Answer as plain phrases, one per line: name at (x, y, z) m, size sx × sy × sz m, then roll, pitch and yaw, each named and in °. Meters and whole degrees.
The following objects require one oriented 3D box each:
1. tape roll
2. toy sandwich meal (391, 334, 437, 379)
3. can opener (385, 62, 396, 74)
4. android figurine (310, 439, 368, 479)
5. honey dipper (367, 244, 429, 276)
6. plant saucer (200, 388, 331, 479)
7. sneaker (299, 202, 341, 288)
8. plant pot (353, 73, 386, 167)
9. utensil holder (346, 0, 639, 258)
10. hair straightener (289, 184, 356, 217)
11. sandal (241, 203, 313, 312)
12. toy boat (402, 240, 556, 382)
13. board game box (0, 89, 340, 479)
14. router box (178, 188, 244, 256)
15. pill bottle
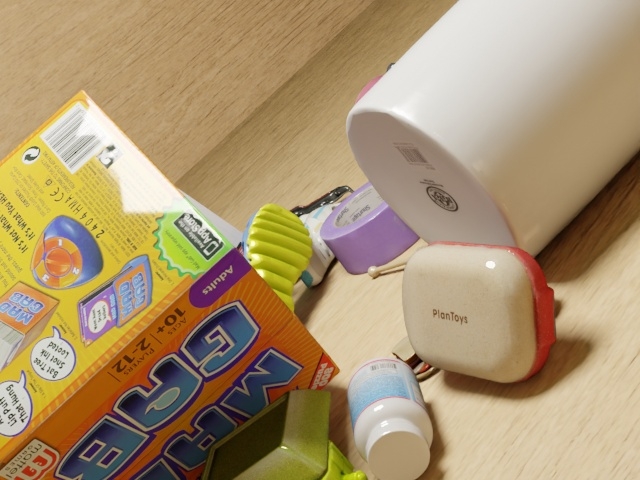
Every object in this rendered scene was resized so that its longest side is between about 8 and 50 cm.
tape roll at (0.096, -0.034, 1.756) m, size 0.189 × 0.080 × 0.189 m, roll -35°, pitch 16°, yaw 12°
toy sandwich meal at (0.126, 0.141, 1.321) m, size 0.085 × 0.029 × 0.085 m, roll -34°, pitch 17°, yaw 12°
can opener at (0.097, -0.174, 1.509) m, size 0.059 × 0.073 × 0.186 m, roll -36°, pitch -32°, yaw -37°
android figurine at (-0.059, 0.316, 1.193) m, size 0.273 × 0.056 × 0.248 m, roll -27°, pitch 19°, yaw 39°
honey dipper at (0.125, 0.035, 1.610) m, size 0.160 × 0.030 × 0.030 m, roll -23°, pitch 22°, yaw 51°
plant saucer at (-0.076, 0.255, 1.224) m, size 0.188 × 0.045 × 0.188 m, roll -37°, pitch 14°, yaw 14°
sneaker at (0.000, 0.000, 1.856) m, size 0.092 × 0.087 × 0.229 m, roll -25°, pitch 23°, yaw 21°
plant pot at (0.182, -0.191, 1.832) m, size 0.180 × 0.201 × 0.201 m, roll 8°, pitch 46°, yaw 46°
utensil holder at (0.272, -0.184, 1.396) m, size 0.385 × 0.327 × 0.327 m, roll -46°, pitch 18°, yaw -15°
hair straightener at (-0.021, -0.044, 2.102) m, size 0.230 × 0.047 × 0.089 m, roll -24°, pitch 21°, yaw 25°
sandal at (-0.099, 0.077, 1.702) m, size 0.138 × 0.126 × 0.317 m, roll -38°, pitch 31°, yaw 43°
toy boat at (0.200, 0.073, 1.212) m, size 0.151 × 0.151 × 0.231 m, roll -8°, pitch 8°, yaw -32°
board game box at (-0.263, 0.110, 1.338) m, size 0.356 × 0.356 × 0.356 m, roll -42°, pitch 55°, yaw -5°
router box at (-0.295, 0.076, 1.748) m, size 0.335 × 0.301 × 0.082 m, roll -58°, pitch 21°, yaw -10°
pill bottle at (0.077, 0.200, 1.168) m, size 0.087 × 0.087 × 0.160 m, roll -35°, pitch 17°, yaw 9°
